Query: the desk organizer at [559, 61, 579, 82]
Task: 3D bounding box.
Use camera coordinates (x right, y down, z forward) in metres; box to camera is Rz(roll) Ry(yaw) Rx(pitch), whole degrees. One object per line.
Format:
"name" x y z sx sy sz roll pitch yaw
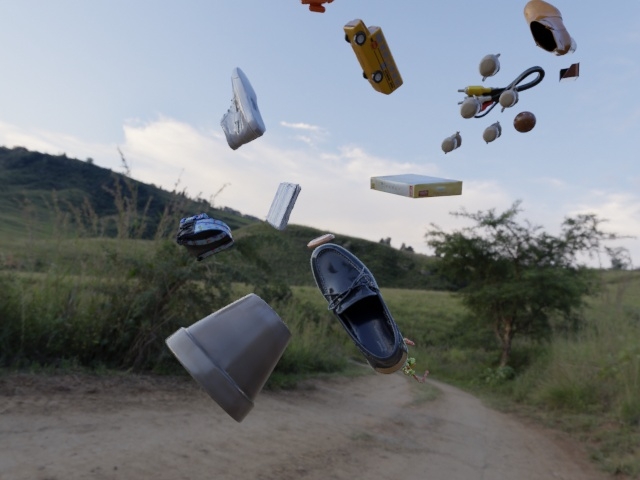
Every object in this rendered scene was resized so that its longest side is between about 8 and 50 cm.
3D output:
"desk organizer" 0.857 -0.577 1.429 0.050 0.047 0.130 0 12 26

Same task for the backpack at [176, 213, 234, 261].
"backpack" -0.399 -0.020 1.475 0.173 0.117 0.158 -15 -37 13

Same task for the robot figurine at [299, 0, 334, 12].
"robot figurine" -0.017 -1.049 1.721 0.219 0.158 0.128 -9 -10 -12

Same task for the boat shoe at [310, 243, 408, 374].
"boat shoe" 0.117 0.197 1.360 0.500 0.186 0.156 59 -1 28

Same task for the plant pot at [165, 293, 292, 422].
"plant pot" -0.250 0.321 1.249 0.323 0.280 0.323 39 -22 19

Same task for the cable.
"cable" 0.632 -0.507 1.454 0.287 0.072 0.140 -9 -52 23

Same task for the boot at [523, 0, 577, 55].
"boot" 0.829 -0.810 1.549 0.211 0.295 0.104 -13 -24 -39

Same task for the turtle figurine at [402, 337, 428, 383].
"turtle figurine" 0.278 0.422 1.555 0.217 0.087 0.269 32 19 -11

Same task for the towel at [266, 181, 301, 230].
"towel" -0.166 -0.156 1.813 0.034 0.209 0.285 22 2 -21

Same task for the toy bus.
"toy bus" 0.228 -0.786 1.769 0.333 0.130 0.108 53 -1 -37

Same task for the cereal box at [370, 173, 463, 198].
"cereal box" 0.284 -0.168 1.259 0.172 0.048 0.240 -7 16 -22

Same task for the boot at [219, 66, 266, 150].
"boot" -0.251 -0.388 1.219 0.123 0.258 0.095 -26 -28 17

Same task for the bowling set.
"bowling set" 0.472 -0.333 1.122 0.199 0.287 0.154 32 29 15

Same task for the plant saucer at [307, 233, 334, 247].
"plant saucer" 0.000 0.000 1.218 0.083 0.013 0.083 -22 6 2
